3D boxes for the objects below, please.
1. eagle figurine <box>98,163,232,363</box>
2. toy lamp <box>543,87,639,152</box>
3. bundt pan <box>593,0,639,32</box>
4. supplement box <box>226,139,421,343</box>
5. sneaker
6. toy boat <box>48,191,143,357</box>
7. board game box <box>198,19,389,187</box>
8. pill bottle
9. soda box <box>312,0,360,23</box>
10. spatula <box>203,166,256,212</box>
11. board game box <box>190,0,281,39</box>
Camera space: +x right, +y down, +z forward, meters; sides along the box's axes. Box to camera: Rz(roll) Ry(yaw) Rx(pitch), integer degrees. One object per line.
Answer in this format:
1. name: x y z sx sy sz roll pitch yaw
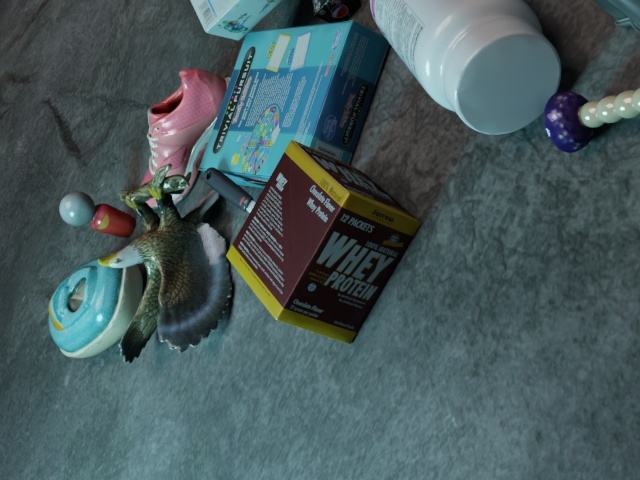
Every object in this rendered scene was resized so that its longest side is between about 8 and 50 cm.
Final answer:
1. eagle figurine: -0.260 0.043 1.979 0.226 0.225 0.298 23 -129 -83
2. toy lamp: 0.352 -0.152 1.218 0.275 0.080 0.080 -11 62 53
3. bundt pan: 0.369 -0.394 1.265 0.331 0.124 0.330 -45 34 44
4. supplement box: 0.000 0.000 1.607 0.194 0.129 0.191 -60 35 12
5. sneaker: -0.269 -0.189 2.137 0.314 0.136 0.116 -53 33 24
6. toy boat: -0.439 0.063 2.231 0.267 0.148 0.318 -32 47 45
7. board game box: -0.049 -0.208 1.866 0.336 0.079 0.253 12 82 59
8. pill bottle: 0.178 -0.258 1.471 0.160 0.160 0.283 -55 34 21
9. soda box: 0.019 -0.428 1.922 0.060 0.053 0.168 -42 40 35
10. spatula: -0.089 -0.043 1.816 0.296 0.030 0.084 36 102 35
11. board game box: -0.102 -0.509 1.927 0.303 0.098 0.224 -38 67 30
